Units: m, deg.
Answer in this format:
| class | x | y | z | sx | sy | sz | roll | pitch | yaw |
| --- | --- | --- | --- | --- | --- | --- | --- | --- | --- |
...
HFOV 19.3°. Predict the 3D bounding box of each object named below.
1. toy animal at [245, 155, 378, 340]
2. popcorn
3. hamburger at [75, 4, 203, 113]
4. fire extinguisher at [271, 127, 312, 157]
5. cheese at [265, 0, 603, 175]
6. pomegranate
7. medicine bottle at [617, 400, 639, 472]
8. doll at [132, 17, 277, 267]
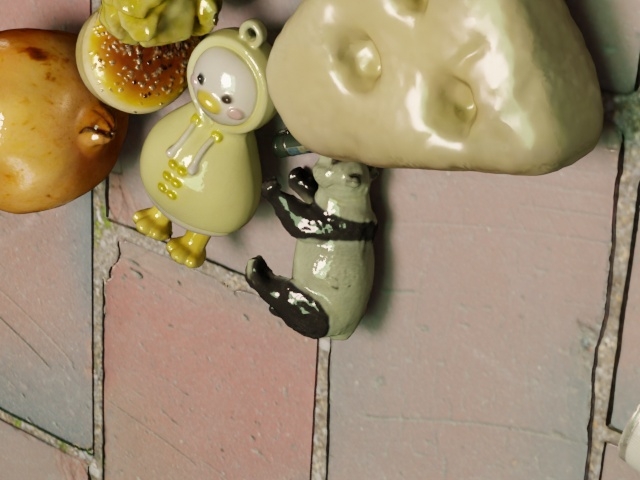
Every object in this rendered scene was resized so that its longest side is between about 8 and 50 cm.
| class | x | y | z | sx | sy | sz | roll | pitch | yaw |
| --- | --- | --- | --- | --- | --- | --- | --- | --- | --- |
| toy animal | 0.000 | 0.000 | 1.900 | 0.121 | 0.094 | 0.225 | 18 | 112 | 23 |
| popcorn | -0.167 | -0.283 | 1.825 | 0.173 | 0.168 | 0.195 | 24 | 163 | 11 |
| hamburger | -0.185 | -0.201 | 1.948 | 0.126 | 0.141 | 0.081 | 43 | 159 | -22 |
| fire extinguisher | -0.012 | -0.103 | 1.908 | 0.083 | 0.025 | 0.038 | -5 | 112 | 41 |
| cheese | 0.072 | -0.220 | 1.711 | 0.328 | 0.129 | 0.351 | -6 | 105 | 41 |
| pomegranate | -0.311 | -0.128 | 2.028 | 0.209 | 0.209 | 0.209 | 18 | 120 | 34 |
| medicine bottle | 0.395 | 0.211 | 1.624 | 0.258 | 0.143 | 0.143 | 35 | 128 | 22 |
| doll | -0.112 | -0.105 | 1.914 | 0.141 | 0.117 | 0.296 | 41 | 138 | 23 |
